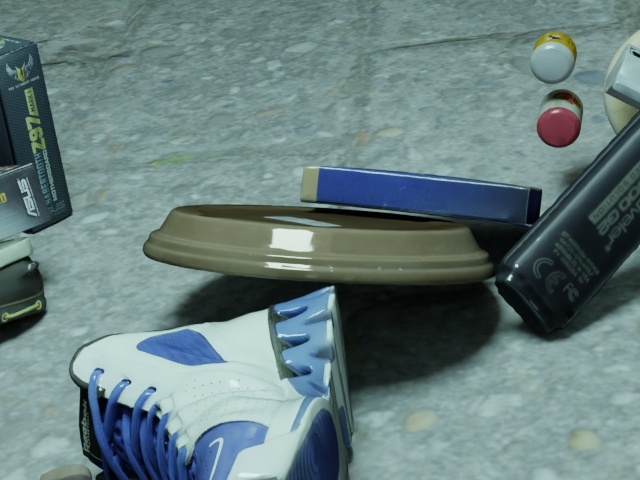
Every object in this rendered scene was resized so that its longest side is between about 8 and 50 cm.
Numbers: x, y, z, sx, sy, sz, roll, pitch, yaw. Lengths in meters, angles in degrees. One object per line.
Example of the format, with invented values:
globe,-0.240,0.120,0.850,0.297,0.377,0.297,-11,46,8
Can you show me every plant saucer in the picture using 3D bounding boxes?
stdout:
plant saucer,0.000,0.000,1.120,0.278,0.041,0.278,4,5,0

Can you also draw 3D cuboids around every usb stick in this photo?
usb stick,0.244,-0.042,1.118,0.278,0.077,0.045,-45,14,-19

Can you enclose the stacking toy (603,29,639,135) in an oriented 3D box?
stacking toy,0.383,-0.183,1.440,0.141,0.141,0.330,3,20,21

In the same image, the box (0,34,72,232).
box,-0.356,-0.120,1.421,0.233,0.183,0.059,16,34,39

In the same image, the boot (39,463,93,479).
boot,-0.157,0.177,0.898,0.119,0.042,0.087,-10,33,11

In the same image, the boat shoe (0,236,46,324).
boat shoe,-0.322,0.067,1.147,0.228,0.068,0.081,-27,15,-36

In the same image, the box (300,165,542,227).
box,0.108,-0.037,1.208,0.225,0.036,0.136,8,4,13

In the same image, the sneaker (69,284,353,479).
sneaker,-0.075,0.133,0.903,0.182,0.127,0.315,-9,18,6

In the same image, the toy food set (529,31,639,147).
toy food set,0.280,-0.092,1.252,0.232,0.111,0.104,27,29,-1

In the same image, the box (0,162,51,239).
box,-0.373,-0.011,1.272,0.183,0.056,0.231,-23,12,-32
